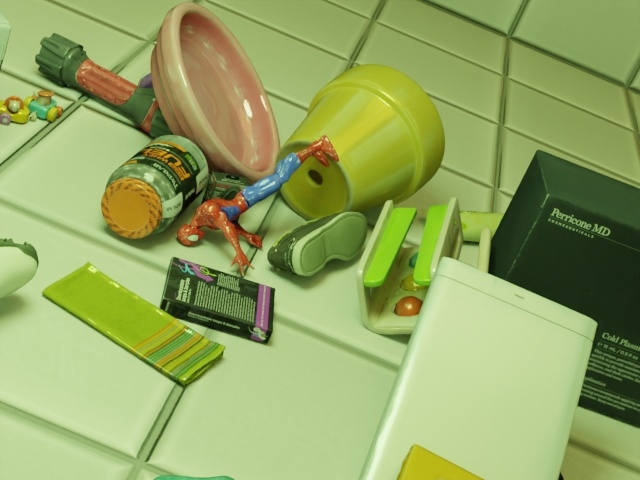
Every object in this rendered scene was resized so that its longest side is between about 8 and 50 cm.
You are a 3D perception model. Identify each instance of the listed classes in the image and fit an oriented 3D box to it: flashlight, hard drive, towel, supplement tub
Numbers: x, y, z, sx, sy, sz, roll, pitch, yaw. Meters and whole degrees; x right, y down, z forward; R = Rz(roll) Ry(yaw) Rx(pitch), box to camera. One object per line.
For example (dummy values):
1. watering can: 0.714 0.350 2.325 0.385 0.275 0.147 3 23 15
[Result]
1. flashlight: -0.366 -0.275 1.916 0.304 0.103 0.103 29 24 8
2. hard drive: 0.211 0.209 1.389 0.233 0.047 0.353 24 57 1
3. towel: -0.247 0.107 1.428 0.237 0.021 0.102 30 28 14
4. supplement tub: -0.255 -0.081 1.646 0.117 0.117 0.190 25 28 3

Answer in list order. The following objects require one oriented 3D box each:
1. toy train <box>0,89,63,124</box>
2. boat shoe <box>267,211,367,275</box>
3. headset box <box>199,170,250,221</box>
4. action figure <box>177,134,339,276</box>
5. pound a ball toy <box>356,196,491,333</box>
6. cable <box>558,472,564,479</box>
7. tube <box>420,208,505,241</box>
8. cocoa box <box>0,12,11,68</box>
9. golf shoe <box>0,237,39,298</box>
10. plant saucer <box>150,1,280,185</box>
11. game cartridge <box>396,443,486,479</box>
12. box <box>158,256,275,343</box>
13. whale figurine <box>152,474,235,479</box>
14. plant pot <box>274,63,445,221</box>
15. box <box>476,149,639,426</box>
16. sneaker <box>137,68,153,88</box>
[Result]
1. toy train: -0.516 -0.245 1.810 0.166 0.046 0.125 -6 40 -42
2. boat shoe: 0.000 0.000 1.733 0.068 0.081 0.227 5 15 31
3. headset box: -0.154 -0.072 1.739 0.062 0.083 0.032 10 30 -24
4. action figure: -0.086 -0.041 1.685 0.280 0.091 0.139 -28 91 -16
5. pound a ball toy: 0.183 0.052 1.690 0.208 0.136 0.319 -2 26 15
6. cable: 0.246 0.254 1.535 0.139 0.072 0.287 12 38 -56
7. tube: 0.311 -0.025 2.036 0.240 0.062 0.070 4 -7 -23
8. cocoa box: -0.658 -0.313 1.629 0.231 0.228 0.347 -3 38 -41
9. golf shoe: -0.435 0.085 1.270 0.120 0.105 0.273 49 40 13
10. plant saucer: -0.185 -0.239 1.832 0.332 0.084 0.332 52 24 -35
11. game cartridge: 0.203 0.398 1.168 0.323 0.053 0.285 25 40 4
12. box: -0.145 0.084 1.535 0.162 0.029 0.116 19 27 -10
13. whale figurine: -0.088 0.315 1.056 0.216 0.141 0.272 8 31 -26
14. plant pot: 0.053 -0.153 1.887 0.254 0.254 0.239 33 44 18
15. box: 0.432 0.079 1.669 0.343 0.312 0.179 21 28 -5
16. sneaker: -0.224 -0.251 1.998 0.236 0.095 0.104 16 36 -15
